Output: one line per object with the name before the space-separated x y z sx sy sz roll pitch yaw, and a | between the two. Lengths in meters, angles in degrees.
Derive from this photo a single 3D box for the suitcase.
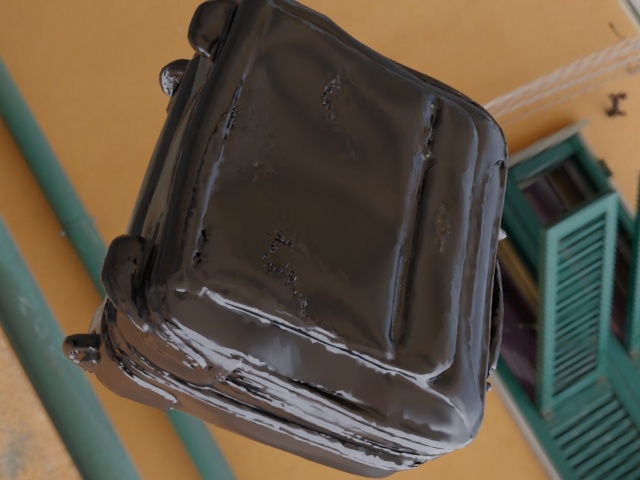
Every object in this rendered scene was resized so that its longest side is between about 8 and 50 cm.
suitcase | 0.000 0.000 0.856 0.188 0.339 0.345 -41 -150 51
